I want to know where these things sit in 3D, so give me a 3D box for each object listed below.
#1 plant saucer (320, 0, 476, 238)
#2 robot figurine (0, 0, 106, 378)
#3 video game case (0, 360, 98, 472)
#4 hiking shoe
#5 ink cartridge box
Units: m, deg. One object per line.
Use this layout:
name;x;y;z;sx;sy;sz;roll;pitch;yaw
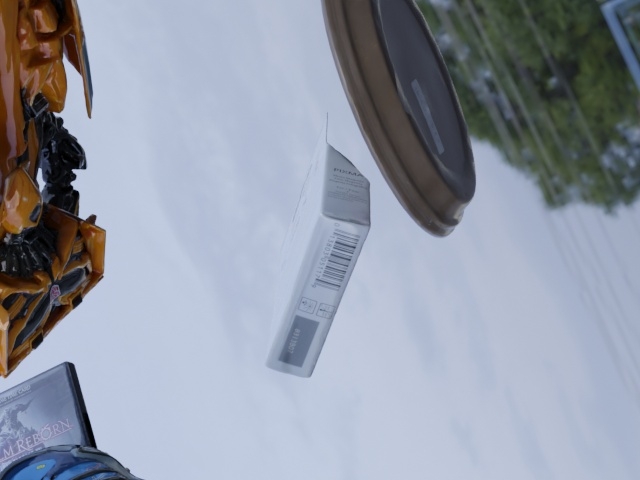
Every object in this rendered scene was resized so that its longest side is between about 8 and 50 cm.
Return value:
plant saucer;0.078;-0.137;1.256;0.278;0.041;0.278;54;-156;-39
robot figurine;-0.194;-0.043;0.781;0.211;0.085;0.291;-52;-31;-43
video game case;-0.366;0.317;1.769;0.026;0.196;0.274;34;-147;-64
hiking shoe;-0.274;0.311;1.617;0.132;0.304;0.113;-4;-81;-62
ink cartridge box;0.000;0.000;1.421;0.066;0.189;0.232;18;-151;-3
